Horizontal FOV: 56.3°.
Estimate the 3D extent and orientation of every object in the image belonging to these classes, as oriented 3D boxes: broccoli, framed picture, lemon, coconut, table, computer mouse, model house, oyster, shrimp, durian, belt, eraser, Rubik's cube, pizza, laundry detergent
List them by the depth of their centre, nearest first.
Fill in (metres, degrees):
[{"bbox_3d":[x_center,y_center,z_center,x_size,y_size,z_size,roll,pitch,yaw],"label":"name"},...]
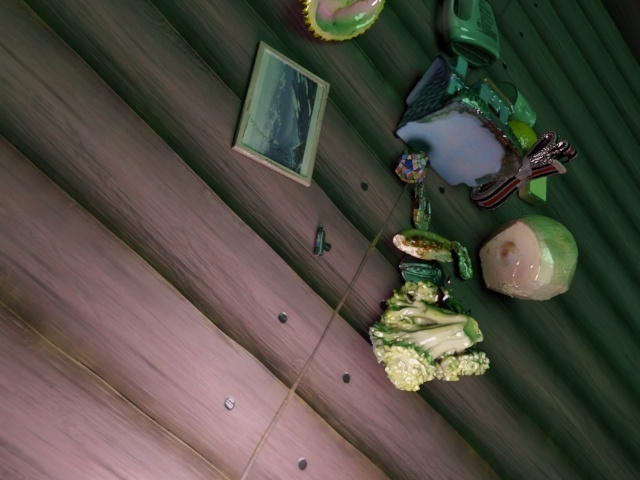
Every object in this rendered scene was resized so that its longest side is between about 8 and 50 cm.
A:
[{"bbox_3d":[0.300,0.245,1.611,0.348,0.281,0.293,-3,81,-40],"label":"broccoli"},{"bbox_3d":[-0.098,-0.341,1.612,0.247,0.022,0.335,25,64,-32],"label":"framed picture"},{"bbox_3d":[0.065,-0.679,1.734,0.352,0.169,0.158,-22,92,-41],"label":"durian"},{"bbox_3d":[0.322,0.014,1.803,0.271,0.134,0.056,15,114,-30],"label":"pizza"},{"bbox_3d":[0.320,0.099,1.809,0.192,0.062,0.105,18,68,-36],"label":"computer mouse"},{"bbox_3d":[0.285,-0.230,1.846,0.111,0.093,0.111,13,69,-37],"label":"Rubik's cube"},{"bbox_3d":[0.320,-0.104,1.886,0.091,0.034,0.161,12,77,-49],"label":"shrimp"},{"bbox_3d":[0.487,-0.411,1.935,0.360,0.297,0.339,37,55,-25],"label":"model house"},{"bbox_3d":[0.464,0.066,1.957,0.086,0.029,0.132,20,63,-41],"label":"oyster"},{"bbox_3d":[0.704,0.060,1.987,0.255,0.297,0.297,6,75,-38],"label":"coconut"},{"bbox_3d":[0.671,-0.225,2.000,0.094,0.359,0.126,28,42,-38],"label":"belt"},{"bbox_3d":[0.668,-0.325,2.116,0.192,0.192,0.231,52,51,-16],"label":"lemon"},{"bbox_3d":[0.695,-0.480,2.185,0.220,0.126,0.126,20,66,-53],"label":"table"},{"bbox_3d":[0.541,-0.858,2.200,0.264,0.125,0.397,11,70,-36],"label":"laundry detergent"},{"bbox_3d":[0.815,-0.229,2.297,0.117,0.058,0.172,23,65,-33],"label":"eraser"}]

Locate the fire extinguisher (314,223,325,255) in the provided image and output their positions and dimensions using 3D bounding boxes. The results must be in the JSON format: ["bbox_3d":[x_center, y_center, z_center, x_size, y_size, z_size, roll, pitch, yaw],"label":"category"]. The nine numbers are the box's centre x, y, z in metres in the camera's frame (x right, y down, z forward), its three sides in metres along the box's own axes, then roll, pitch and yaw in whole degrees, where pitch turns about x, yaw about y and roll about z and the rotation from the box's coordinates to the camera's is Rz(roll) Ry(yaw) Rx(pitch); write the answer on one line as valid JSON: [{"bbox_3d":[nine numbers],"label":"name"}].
[{"bbox_3d":[0.000,0.000,1.601,0.038,0.025,0.083,54,39,-66],"label":"fire extinguisher"}]
